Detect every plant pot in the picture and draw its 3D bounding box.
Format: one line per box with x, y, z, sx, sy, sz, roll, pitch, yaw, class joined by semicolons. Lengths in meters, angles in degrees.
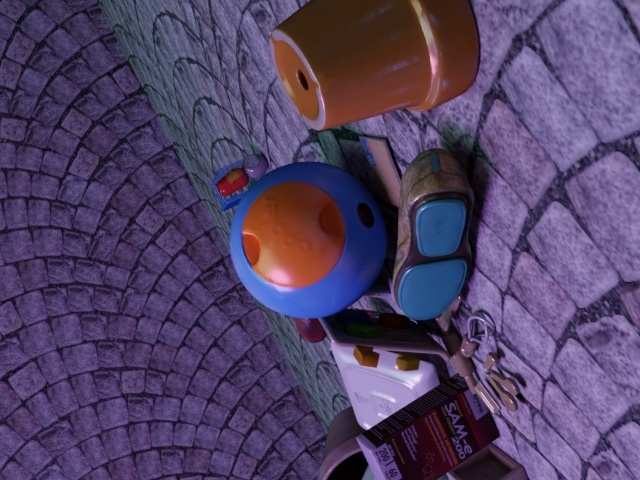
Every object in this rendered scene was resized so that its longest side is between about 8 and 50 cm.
0.050;-0.228;0.880;0.205;0.188;0.205;55;165;23;plant pot
0.135;0.614;2.060;0.280;0.323;0.323;-109;-4;-68;plant pot

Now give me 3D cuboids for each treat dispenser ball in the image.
-0.022;-0.001;1.361;0.288;0.288;0.288;55;165;23;treat dispenser ball

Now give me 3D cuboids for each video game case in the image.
0.064;0.055;1.551;0.143;0.019;0.157;12;-144;-54;video game case

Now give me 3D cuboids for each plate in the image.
0.151;0.351;1.603;0.278;0.045;0.277;10;130;41;plate

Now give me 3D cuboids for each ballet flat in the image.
0.164;-0.006;1.099;0.123;0.123;0.348;53;163;29;ballet flat

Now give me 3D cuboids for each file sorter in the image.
-0.257;-0.166;2.222;0.104;0.118;0.170;64;166;0;file sorter

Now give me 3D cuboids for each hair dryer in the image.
0.042;0.164;1.675;0.293;0.223;0.080;42;-150;-5;hair dryer

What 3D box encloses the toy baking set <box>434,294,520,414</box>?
0.264;0.185;1.262;0.256;0.030;0.197;62;163;-3;toy baking set

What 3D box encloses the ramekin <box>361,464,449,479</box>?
0.227;0.567;1.622;0.304;0.148;0.303;21;166;5;ramekin

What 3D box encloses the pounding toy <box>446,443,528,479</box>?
0.311;0.481;1.424;0.100;0.141;0.130;66;165;-19;pounding toy

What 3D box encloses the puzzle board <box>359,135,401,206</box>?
0.110;-0.116;1.250;0.128;0.011;0.096;67;166;-20;puzzle board

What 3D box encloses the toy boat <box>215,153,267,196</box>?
-0.133;-0.073;1.968;0.318;0.148;0.267;54;171;-2;toy boat

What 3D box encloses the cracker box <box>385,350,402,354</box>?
0.218;0.374;1.696;0.156;0.067;0.232;36;150;59;cracker box

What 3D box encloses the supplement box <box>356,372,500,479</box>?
0.202;0.368;1.382;0.130;0.239;0.073;65;164;-14;supplement box

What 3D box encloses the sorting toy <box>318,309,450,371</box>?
0.117;0.172;1.346;0.307;0.229;0.041;-137;57;-78;sorting toy
